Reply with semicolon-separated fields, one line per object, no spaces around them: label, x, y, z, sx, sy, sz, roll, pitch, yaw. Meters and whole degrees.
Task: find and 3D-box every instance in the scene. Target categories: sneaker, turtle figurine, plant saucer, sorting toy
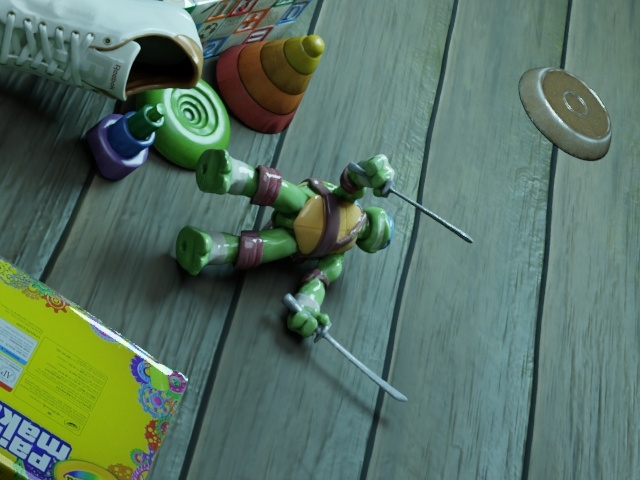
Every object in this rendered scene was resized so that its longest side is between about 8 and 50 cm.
sneaker;-0.259;-0.210;1.752;0.290;0.105;0.123;2;35;-20
turtle figurine;0.000;0.000;1.797;0.266;0.198;0.274;9;46;-31
plant saucer;0.363;-0.192;2.421;0.168;0.029;0.168;23;42;-23
sorting toy;-0.110;-0.169;1.898;0.365;0.126;0.127;-30;88;-50

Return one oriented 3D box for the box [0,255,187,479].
box;-0.312;0.159;1.310;0.290;0.279;0.177;34;39;-11

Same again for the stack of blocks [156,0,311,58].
stack of blocks;-0.123;-0.299;1.979;0.297;0.171;0.087;-22;71;-49
